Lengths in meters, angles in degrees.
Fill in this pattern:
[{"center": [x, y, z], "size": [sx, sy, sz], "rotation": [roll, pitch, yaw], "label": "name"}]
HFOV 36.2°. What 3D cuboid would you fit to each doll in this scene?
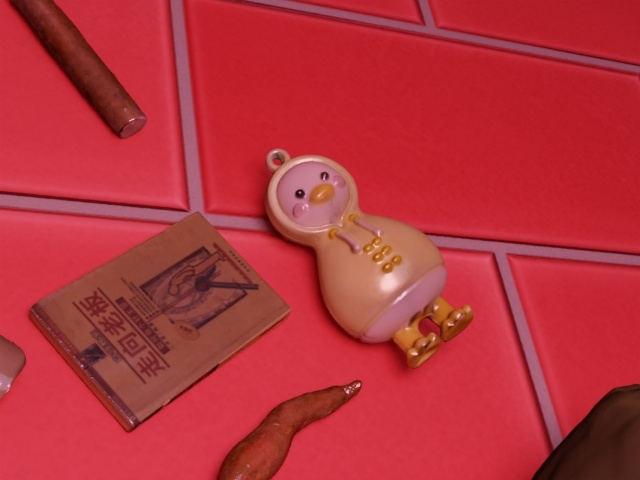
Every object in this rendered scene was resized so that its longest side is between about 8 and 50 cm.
[{"center": [0.037, 0.007, 1.087], "size": [0.141, 0.117, 0.296], "rotation": [-40, 83, -13], "label": "doll"}]

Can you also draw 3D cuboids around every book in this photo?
[{"center": [-0.161, 0.074, 1.017], "size": [0.161, 0.026, 0.231], "rotation": [46, 50, 12], "label": "book"}]

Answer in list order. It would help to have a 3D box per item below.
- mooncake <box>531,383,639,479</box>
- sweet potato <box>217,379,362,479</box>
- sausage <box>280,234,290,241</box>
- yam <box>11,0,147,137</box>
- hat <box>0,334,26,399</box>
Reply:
[{"center": [0.363, 0.293, 0.891], "size": [0.356, 0.194, 0.356], "rotation": [41, 8, -7], "label": "mooncake"}, {"center": [-0.034, 0.191, 0.976], "size": [0.050, 0.050, 0.214], "rotation": [43, 43, 10], "label": "sweet potato"}, {"center": [0.000, 0.000, 1.157], "size": [0.100, 0.015, 0.015], "rotation": [8, 52, -20], "label": "sausage"}, {"center": [-0.297, -0.227, 1.169], "size": [0.046, 0.046, 0.264], "rotation": [-28, 70, -38], "label": "yam"}, {"center": [-0.352, 0.081, 0.882], "size": [0.175, 0.085, 0.147], "rotation": [23, 48, -6], "label": "hat"}]
